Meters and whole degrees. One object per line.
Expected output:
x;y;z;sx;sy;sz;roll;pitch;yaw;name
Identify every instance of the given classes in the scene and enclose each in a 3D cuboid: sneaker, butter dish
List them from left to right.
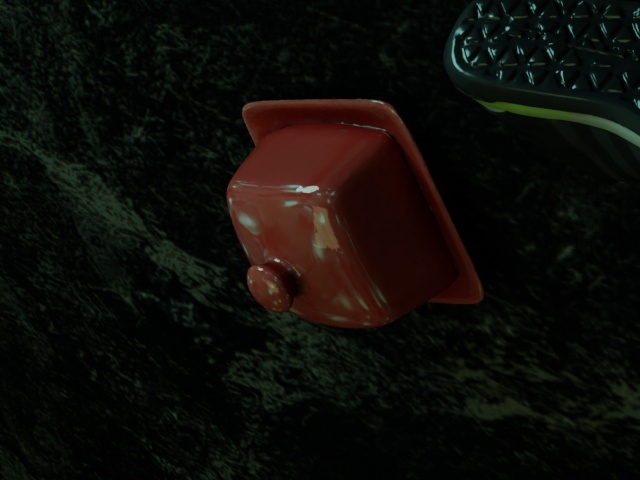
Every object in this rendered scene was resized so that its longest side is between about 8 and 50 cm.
0.000;0.000;1.045;0.160;0.118;0.160;5;131;48;butter dish
0.170;-0.068;0.819;0.234;0.084;0.097;25;167;34;sneaker
